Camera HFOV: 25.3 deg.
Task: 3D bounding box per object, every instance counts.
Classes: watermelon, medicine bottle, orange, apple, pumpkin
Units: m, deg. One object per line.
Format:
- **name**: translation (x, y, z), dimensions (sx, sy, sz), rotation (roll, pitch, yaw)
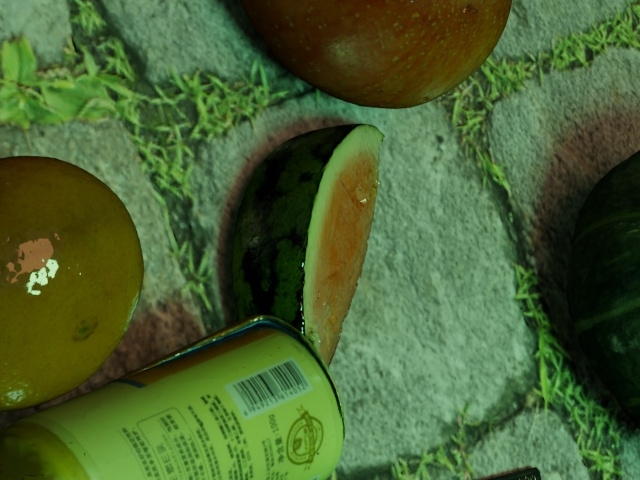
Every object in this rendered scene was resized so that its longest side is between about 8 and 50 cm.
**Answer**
- **watermelon**: translation (-0.004, 0.002, 1.043), dimensions (0.119, 0.063, 0.245), rotation (46, 46, -43)
- **medicine bottle**: translation (-0.103, 0.138, 0.876), dimensions (0.239, 0.124, 0.124), rotation (-19, 90, -41)
- **orange**: translation (-0.180, 0.023, 0.835), dimensions (0.124, 0.156, 0.156), rotation (34, 43, 27)
- **apple**: translation (0.045, -0.214, 1.063), dimensions (0.235, 0.173, 0.210), rotation (31, 60, -30)
- **pumpkin**: translation (0.353, 0.042, 1.217), dimensions (0.300, 0.207, 0.300), rotation (17, 59, -30)

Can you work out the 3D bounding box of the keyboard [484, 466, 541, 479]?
- **keyboard**: translation (0.124, 0.215, 1.110), dimensions (0.155, 0.010, 0.053), rotation (-6, 83, -40)
